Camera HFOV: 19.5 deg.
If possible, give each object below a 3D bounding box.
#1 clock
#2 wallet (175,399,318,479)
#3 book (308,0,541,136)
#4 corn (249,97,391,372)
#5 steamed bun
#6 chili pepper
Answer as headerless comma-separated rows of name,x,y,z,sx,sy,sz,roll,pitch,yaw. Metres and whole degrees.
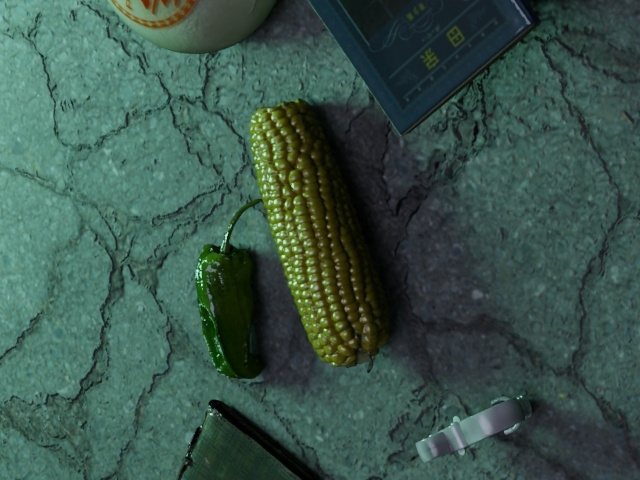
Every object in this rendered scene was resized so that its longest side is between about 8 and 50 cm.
clock,0.161,0.197,1.949,0.129,0.087,0.041,-30,82,36
wallet,-0.122,0.358,2.200,0.169,0.044,0.317,36,117,25
book,0.069,-0.261,1.793,0.191,0.025,0.269,-39,80,36
corn,0.000,0.000,1.995,0.101,0.101,0.310,-16,93,35
steamed bun,-0.152,-0.311,1.986,0.231,0.145,0.232,8,106,31
chili pepper,-0.108,0.057,2.102,0.072,0.073,0.204,5,104,46
